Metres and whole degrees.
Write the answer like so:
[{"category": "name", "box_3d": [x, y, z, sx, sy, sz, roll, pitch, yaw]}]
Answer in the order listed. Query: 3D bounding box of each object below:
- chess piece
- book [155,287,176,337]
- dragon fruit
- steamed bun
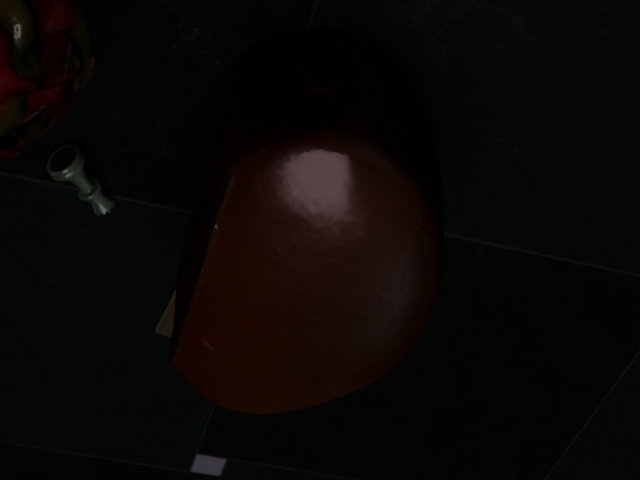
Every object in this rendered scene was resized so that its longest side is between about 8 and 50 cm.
[{"category": "chess piece", "box_3d": [-0.255, -0.061, 1.292, 0.042, 0.042, 0.093, -18, 139, 16]}, {"category": "book", "box_3d": [-0.103, 0.063, 1.428, 0.138, 0.016, 0.199, 17, 132, -17]}, {"category": "dragon fruit", "box_3d": [-0.328, -0.204, 1.013, 0.237, 0.231, 0.303, -25, 128, 26]}, {"category": "steamed bun", "box_3d": [0.000, 0.000, 1.211, 0.248, 0.235, 0.379, 13, 129, -12]}]
